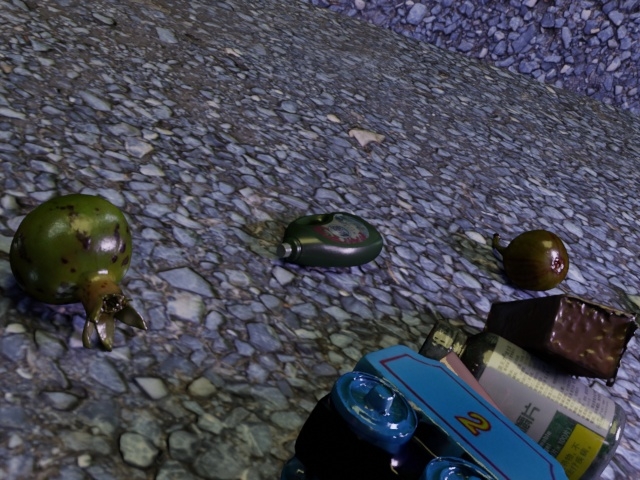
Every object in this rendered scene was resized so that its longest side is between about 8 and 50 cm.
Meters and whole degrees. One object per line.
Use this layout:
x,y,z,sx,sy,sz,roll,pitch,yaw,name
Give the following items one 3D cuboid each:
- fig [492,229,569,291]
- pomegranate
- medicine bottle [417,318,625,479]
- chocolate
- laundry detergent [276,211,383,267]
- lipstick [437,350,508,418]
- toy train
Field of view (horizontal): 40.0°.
0.400,0.023,1.774,0.124,0.124,0.236,10,11,-27,fig
-0.307,0.041,1.126,0.156,0.156,0.220,-12,77,-49,pomegranate
0.273,0.226,1.260,0.293,0.141,0.141,30,28,8,medicine bottle
0.344,0.140,1.330,0.112,0.111,0.321,24,-9,-6,chocolate
0.000,0.000,1.513,0.211,0.063,0.137,-9,40,-44,laundry detergent
0.227,0.266,1.156,0.254,0.070,0.070,52,34,11,lipstick
0.126,0.277,1.014,0.300,0.188,0.265,40,26,28,toy train
